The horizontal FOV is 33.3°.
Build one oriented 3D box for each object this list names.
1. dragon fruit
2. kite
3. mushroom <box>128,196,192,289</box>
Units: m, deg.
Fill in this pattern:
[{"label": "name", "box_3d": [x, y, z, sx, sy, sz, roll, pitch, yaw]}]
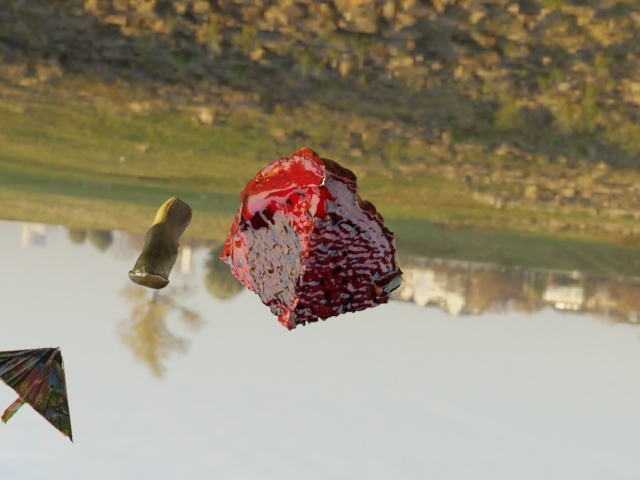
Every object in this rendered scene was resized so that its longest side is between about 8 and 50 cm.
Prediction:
[{"label": "dragon fruit", "box_3d": [0.000, 0.000, 1.700, 0.302, 0.240, 0.330, 7, 139, -7]}, {"label": "kite", "box_3d": [-0.509, 0.266, 1.928, 0.014, 0.241, 0.183, -20, -156, 42]}, {"label": "mushroom", "box_3d": [-0.242, 0.002, 1.643, 0.059, 0.054, 0.202, 29, -143, -14]}]
